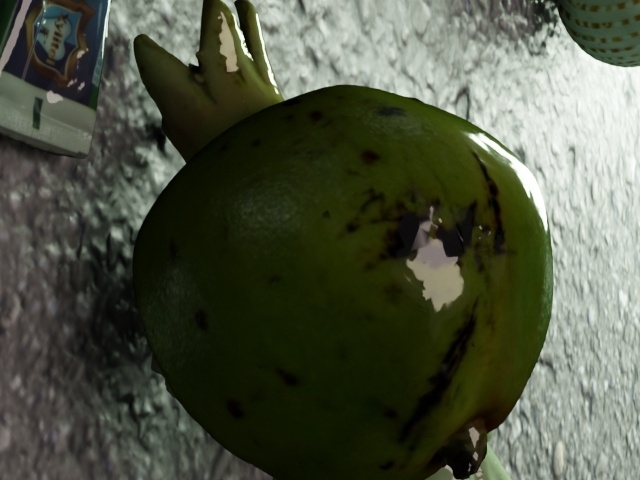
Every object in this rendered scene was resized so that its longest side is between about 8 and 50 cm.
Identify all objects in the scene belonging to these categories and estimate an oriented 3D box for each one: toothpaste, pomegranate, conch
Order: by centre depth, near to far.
[{"bbox_3d":[-0.141,-0.244,0.997,0.099,0.061,0.392,20,72,-57],"label":"toothpaste"},{"bbox_3d":[0.000,0.000,1.063,0.340,0.260,0.260,58,30,10],"label":"pomegranate"},{"bbox_3d":[0.283,-0.233,1.634,0.200,0.131,0.172,93,-10,-48],"label":"conch"}]

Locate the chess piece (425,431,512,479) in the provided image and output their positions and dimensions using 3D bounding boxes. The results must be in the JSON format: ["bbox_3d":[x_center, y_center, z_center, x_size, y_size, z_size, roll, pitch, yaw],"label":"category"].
[{"bbox_3d":[0.102,0.196,1.304,0.176,0.176,0.298,9,67,-58],"label":"chess piece"}]
